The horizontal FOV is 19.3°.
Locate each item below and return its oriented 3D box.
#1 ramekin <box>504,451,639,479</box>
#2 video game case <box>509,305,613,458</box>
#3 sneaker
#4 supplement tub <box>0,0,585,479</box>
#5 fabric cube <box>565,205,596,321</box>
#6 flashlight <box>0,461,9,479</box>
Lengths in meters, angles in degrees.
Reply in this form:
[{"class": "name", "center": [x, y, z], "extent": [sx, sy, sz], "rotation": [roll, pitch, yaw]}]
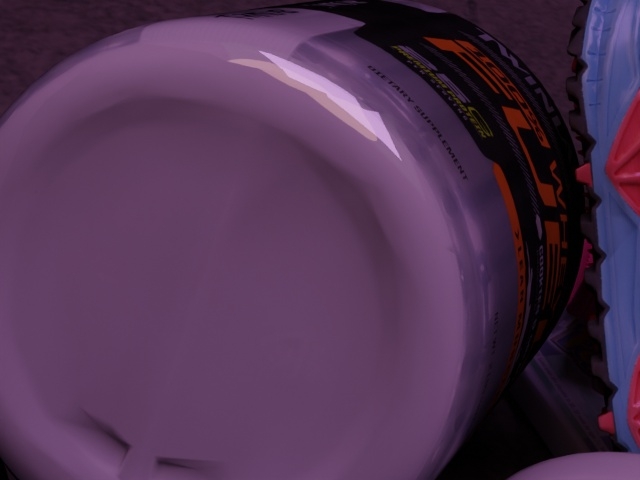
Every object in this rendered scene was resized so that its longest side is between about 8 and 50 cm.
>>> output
[{"class": "ramekin", "center": [0.100, 0.181, 0.594], "extent": [0.207, 0.207, 0.109], "rotation": [32, 46, 20]}, {"class": "video game case", "center": [0.189, 0.085, 0.918], "extent": [0.183, 0.023, 0.201], "rotation": [-3, 39, -27]}, {"class": "sneaker", "center": [0.172, 0.017, 0.767], "extent": [0.125, 0.262, 0.104], "rotation": [-5, 7, 18]}, {"class": "supplement tub", "center": [0.000, 0.000, 0.757], "extent": [0.193, 0.194, 0.316], "rotation": [24, 15, 10]}, {"class": "fabric cube", "center": [0.301, -0.059, 0.924], "extent": [0.258, 0.259, 0.254], "rotation": [27, 29, 2]}, {"class": "flashlight", "center": [-0.150, 0.092, 0.706], "extent": [0.103, 0.103, 0.304], "rotation": [31, 23, -44]}]
